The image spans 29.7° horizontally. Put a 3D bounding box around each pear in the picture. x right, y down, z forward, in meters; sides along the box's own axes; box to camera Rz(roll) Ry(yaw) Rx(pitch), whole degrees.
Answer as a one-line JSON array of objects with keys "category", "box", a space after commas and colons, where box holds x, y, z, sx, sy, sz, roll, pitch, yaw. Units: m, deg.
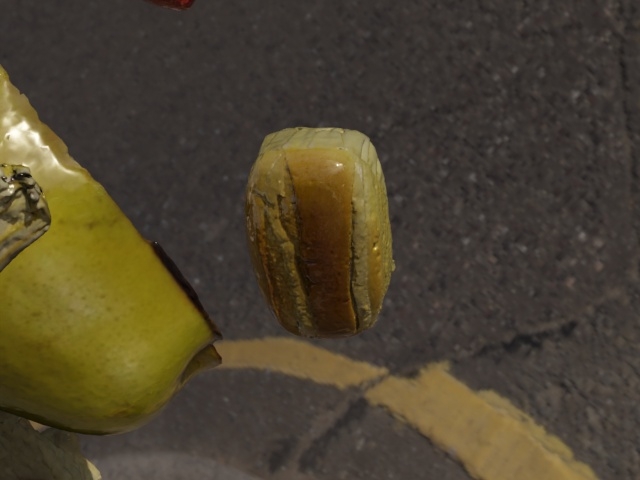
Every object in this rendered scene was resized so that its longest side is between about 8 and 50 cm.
[{"category": "pear", "box": [-0.267, 0.006, 0.943, 0.191, 0.340, 0.386, -39, 76, -13]}]

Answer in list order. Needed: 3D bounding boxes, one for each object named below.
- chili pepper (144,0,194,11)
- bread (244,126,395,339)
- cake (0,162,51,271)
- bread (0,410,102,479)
[{"category": "chili pepper", "box": [-0.212, -0.346, 1.575, 0.070, 0.123, 0.073, -12, 71, 40]}, {"category": "bread", "box": [0.000, 0.000, 1.212, 0.140, 0.236, 0.106, 2, 38, 16]}, {"category": "cake", "box": [-0.223, 0.032, 0.608, 0.184, 0.080, 0.116, -12, 66, 19]}, {"category": "bread", "box": [-0.280, 0.289, 1.229, 0.184, 0.211, 0.224, -91, 18, -54]}]
